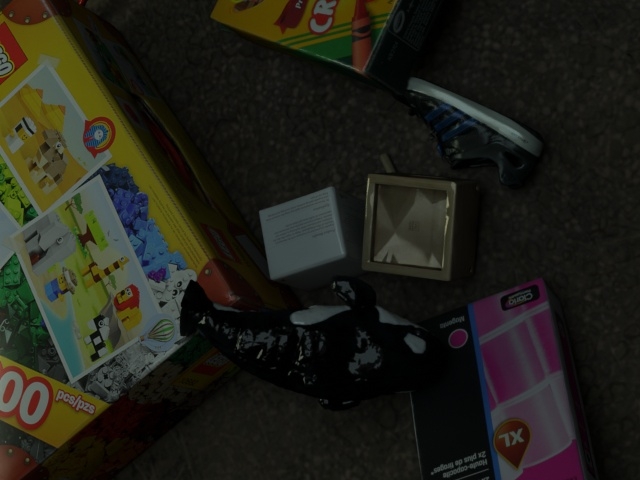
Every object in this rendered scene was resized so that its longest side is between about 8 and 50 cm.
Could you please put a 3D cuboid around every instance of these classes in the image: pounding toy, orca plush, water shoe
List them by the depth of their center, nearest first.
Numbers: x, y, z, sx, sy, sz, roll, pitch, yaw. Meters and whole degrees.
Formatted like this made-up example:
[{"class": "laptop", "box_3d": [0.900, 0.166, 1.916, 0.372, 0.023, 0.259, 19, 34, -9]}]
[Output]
[{"class": "orca plush", "box_3d": [-0.010, 0.110, 1.628, 0.287, 0.102, 0.151, 24, 107, -6]}, {"class": "pounding toy", "box_3d": [0.107, -0.029, 1.771, 0.141, 0.100, 0.130, 7, 97, 28]}, {"class": "water shoe", "box_3d": [0.153, -0.124, 1.771, 0.203, 0.073, 0.080, 27, 93, 27]}]

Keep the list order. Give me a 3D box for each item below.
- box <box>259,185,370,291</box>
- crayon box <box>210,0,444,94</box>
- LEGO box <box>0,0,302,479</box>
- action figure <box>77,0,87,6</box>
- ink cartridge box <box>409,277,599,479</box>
[{"class": "box", "box_3d": [0.000, 0.000, 1.797, 0.101, 0.102, 0.087, -18, 71, 23]}, {"class": "crayon box", "box_3d": [0.002, -0.313, 1.841, 0.318, 0.081, 0.202, 24, 89, 40]}, {"class": "LEGO box", "box_3d": [-0.313, 0.005, 1.889, 0.372, 0.193, 0.500, -40, 66, 12]}, {"class": "action figure", "box_3d": [-0.243, -0.415, 2.012, 0.091, 0.139, 0.280, 43, 120, 22]}, {"class": "ink cartridge box", "box_3d": [0.192, 0.225, 1.617, 0.175, 0.069, 0.371, -21, 51, 19]}]
